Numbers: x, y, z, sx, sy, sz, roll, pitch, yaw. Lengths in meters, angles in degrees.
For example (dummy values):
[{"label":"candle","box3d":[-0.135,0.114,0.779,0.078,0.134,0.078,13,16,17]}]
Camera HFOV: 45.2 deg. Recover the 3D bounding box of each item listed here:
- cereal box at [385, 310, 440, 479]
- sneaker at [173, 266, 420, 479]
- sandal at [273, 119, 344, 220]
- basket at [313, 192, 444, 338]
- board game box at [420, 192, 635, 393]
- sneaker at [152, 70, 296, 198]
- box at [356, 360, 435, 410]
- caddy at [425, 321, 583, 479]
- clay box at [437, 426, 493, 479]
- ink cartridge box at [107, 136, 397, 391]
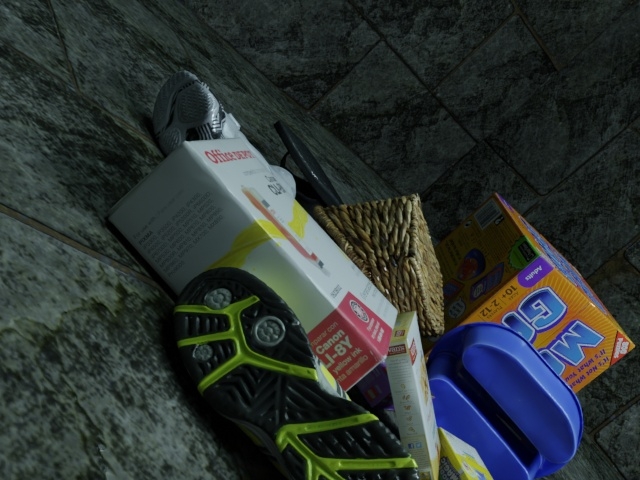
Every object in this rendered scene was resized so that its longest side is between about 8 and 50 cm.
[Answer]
[{"label":"cereal box","box3d":[0.147,0.247,1.216,0.173,0.047,0.240,-41,121,-76]},{"label":"sneaker","box3d":[-0.045,0.195,0.898,0.384,0.145,0.147,50,-18,24]},{"label":"sandal","box3d":[-0.010,-0.101,1.966,0.445,0.107,0.167,56,8,-19]},{"label":"basket","box3d":[0.119,0.080,1.563,0.299,0.223,0.213,65,23,-48]},{"label":"board game box","box3d":[0.458,0.176,1.890,0.356,0.356,0.356,40,17,-21]},{"label":"sneaker","box3d":[-0.175,-0.150,1.454,0.366,0.137,0.210,59,16,26]},{"label":"box","box3d":[0.076,0.183,1.423,0.293,0.057,0.201,54,14,29]},{"label":"caddy","box3d":[0.351,0.322,1.498,0.341,0.241,0.179,49,17,7]},{"label":"clay box","box3d":[0.262,0.431,1.288,0.127,0.053,0.222,37,17,-38]},{"label":"ink cartridge box","box3d":[-0.079,0.040,1.108,0.384,0.160,0.279,47,12,0]}]
